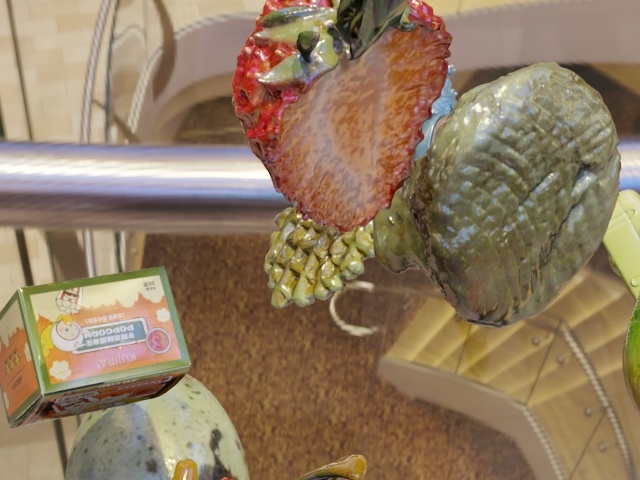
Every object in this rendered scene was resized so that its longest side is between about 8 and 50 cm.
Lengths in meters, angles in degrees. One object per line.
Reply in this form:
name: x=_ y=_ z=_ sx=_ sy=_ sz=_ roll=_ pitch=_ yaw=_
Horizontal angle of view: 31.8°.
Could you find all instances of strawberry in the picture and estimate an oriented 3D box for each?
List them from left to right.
strawberry: x=0.007 y=-0.120 z=0.880 sx=0.188 sy=0.286 sz=0.106 roll=-34 pitch=63 yaw=-18

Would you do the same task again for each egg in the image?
egg: x=-0.254 y=0.380 z=1.743 sx=0.287 sy=0.288 sz=0.379 roll=-7 pitch=54 yaw=-11

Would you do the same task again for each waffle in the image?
waffle: x=-0.002 y=-0.001 z=1.693 sx=0.223 sy=0.054 sz=0.204 roll=-28 pitch=48 yaw=30

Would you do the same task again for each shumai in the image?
shumai: x=0.153 y=-0.064 z=1.111 sx=0.222 sy=0.272 sz=0.204 roll=11 pitch=23 yaw=-34

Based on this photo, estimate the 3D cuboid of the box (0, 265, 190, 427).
box: x=-0.296 y=0.139 z=1.427 sx=0.194 sy=0.177 sz=0.148 roll=-7 pitch=74 yaw=-32

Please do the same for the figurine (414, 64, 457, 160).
figurine: x=0.161 y=-0.135 z=1.374 sx=0.144 sy=0.114 sz=0.178 roll=-8 pitch=52 yaw=25

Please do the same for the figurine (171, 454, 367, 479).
figurine: x=-0.090 y=0.334 z=0.922 sx=0.401 sy=0.387 sz=0.268 roll=-39 pitch=86 yaw=-2

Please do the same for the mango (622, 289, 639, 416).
mango: x=0.323 y=0.094 z=0.973 sx=0.125 sy=0.111 sz=0.233 roll=16 pitch=51 yaw=-30

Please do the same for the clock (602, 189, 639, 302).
clock: x=0.398 y=0.054 z=1.303 sx=0.069 sy=0.232 sz=0.170 roll=-32 pitch=51 yaw=15
